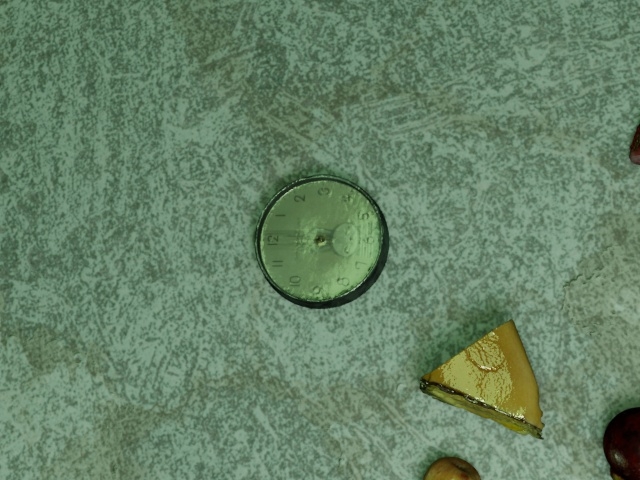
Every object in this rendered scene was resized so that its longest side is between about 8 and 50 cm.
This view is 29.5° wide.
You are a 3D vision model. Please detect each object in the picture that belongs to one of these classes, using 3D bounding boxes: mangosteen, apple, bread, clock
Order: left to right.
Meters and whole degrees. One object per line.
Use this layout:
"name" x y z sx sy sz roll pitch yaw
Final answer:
"clock" 0.000 0.000 1.914 0.214 0.042 0.215 -3 75 11
"apple" 0.190 0.355 1.763 0.084 0.084 0.071 26 109 17
"bread" 0.231 0.224 1.762 0.160 0.140 0.169 -17 73 1
"mangosteen" 0.458 0.306 1.706 0.140 0.140 0.140 -3 75 11

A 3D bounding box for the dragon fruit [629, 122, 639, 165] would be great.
"dragon fruit" 0.541 -0.154 1.818 0.147 0.096 0.102 5 73 11
